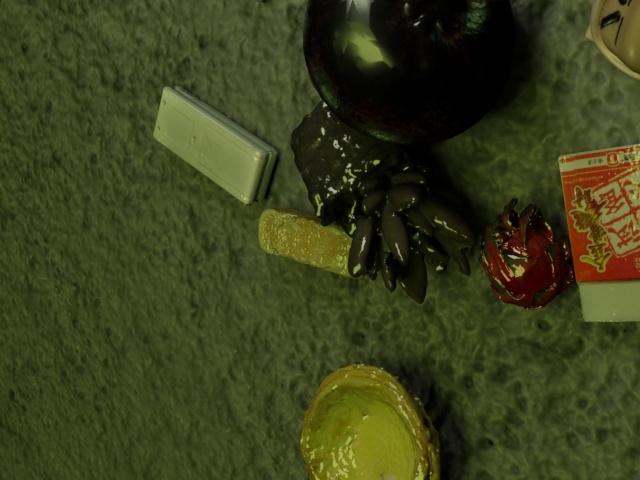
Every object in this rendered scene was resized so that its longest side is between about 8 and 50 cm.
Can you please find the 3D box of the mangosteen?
[{"bbox_3d":[0.115,-0.266,1.343,0.300,0.300,0.301,10,105,40],"label":"mangosteen"}]

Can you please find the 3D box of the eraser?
[{"bbox_3d":[0.404,-0.009,1.287,0.157,0.038,0.230,-6,94,42],"label":"eraser"}]

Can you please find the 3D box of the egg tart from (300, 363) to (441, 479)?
[{"bbox_3d":[0.094,0.336,1.577,0.294,0.123,0.294,7,100,44],"label":"egg tart"}]

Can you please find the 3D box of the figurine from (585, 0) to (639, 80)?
[{"bbox_3d":[0.435,-0.244,1.122,0.287,0.186,0.176,38,120,22],"label":"figurine"}]

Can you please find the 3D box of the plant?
[{"bbox_3d":[0.092,-0.061,1.458,0.181,0.194,0.321,-40,60,21],"label":"plant"}]

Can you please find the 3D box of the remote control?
[{"bbox_3d":[-0.193,-0.175,1.776,0.277,0.055,0.103,36,120,33],"label":"remote control"}]

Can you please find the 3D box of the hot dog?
[{"bbox_3d":[0.000,0.000,1.624,0.242,0.073,0.084,14,105,39],"label":"hot dog"}]

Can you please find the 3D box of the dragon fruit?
[{"bbox_3d":[0.280,0.025,1.354,0.142,0.121,0.130,39,95,11],"label":"dragon fruit"}]

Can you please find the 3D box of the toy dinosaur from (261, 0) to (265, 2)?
[{"bbox_3d":[-0.011,-0.457,1.550,0.251,0.072,0.200,14,118,29],"label":"toy dinosaur"}]
